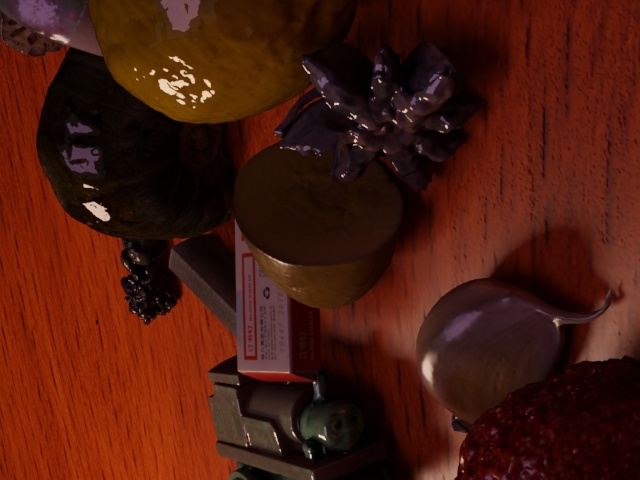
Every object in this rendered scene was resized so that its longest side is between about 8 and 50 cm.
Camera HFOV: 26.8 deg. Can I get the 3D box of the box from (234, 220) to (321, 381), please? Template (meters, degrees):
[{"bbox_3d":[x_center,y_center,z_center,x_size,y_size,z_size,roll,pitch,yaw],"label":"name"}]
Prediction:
[{"bbox_3d":[-0.054,0.061,1.664,0.123,0.050,0.229,-8,83,55],"label":"box"}]

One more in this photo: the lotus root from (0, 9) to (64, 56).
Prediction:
[{"bbox_3d":[-0.416,-0.333,1.937,0.081,0.112,0.122,42,131,54],"label":"lotus root"}]

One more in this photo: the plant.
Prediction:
[{"bbox_3d":[-0.261,0.045,1.997,0.085,0.087,0.174,2,114,16],"label":"plant"}]

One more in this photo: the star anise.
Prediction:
[{"bbox_3d":[0.064,-0.130,1.343,0.236,0.229,0.093,-28,48,44],"label":"star anise"}]

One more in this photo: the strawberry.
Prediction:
[{"bbox_3d":[0.249,0.236,1.265,0.239,0.250,0.288,31,112,-4],"label":"strawberry"}]

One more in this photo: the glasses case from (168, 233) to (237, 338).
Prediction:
[{"bbox_3d":[-0.118,0.071,1.813,0.205,0.071,0.047,43,138,31],"label":"glasses case"}]

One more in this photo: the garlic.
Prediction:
[{"bbox_3d":[0.183,0.096,1.391,0.266,0.149,0.128,112,161,-54],"label":"garlic"}]

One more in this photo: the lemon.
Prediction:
[{"bbox_3d":[-0.104,-0.259,1.398,0.285,0.285,0.316,55,166,15],"label":"lemon"}]

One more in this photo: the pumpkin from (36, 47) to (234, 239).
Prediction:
[{"bbox_3d":[-0.262,-0.140,1.741,0.242,0.232,0.324,24,126,49],"label":"pumpkin"}]

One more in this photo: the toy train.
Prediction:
[{"bbox_3d":[-0.028,0.266,1.756,0.304,0.150,0.221,2,106,56],"label":"toy train"}]

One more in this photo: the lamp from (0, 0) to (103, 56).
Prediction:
[{"bbox_3d":[-0.285,-0.392,1.558,0.301,0.247,0.247,-66,31,15],"label":"lamp"}]

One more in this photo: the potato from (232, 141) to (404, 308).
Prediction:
[{"bbox_3d":[0.000,0.000,1.534,0.204,0.178,0.158,19,146,19],"label":"potato"}]
